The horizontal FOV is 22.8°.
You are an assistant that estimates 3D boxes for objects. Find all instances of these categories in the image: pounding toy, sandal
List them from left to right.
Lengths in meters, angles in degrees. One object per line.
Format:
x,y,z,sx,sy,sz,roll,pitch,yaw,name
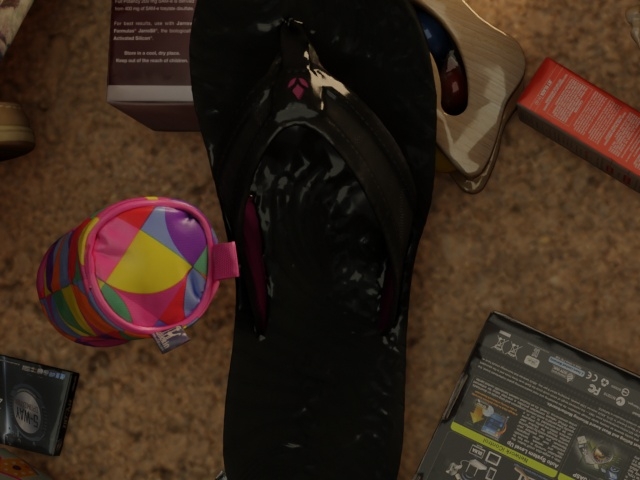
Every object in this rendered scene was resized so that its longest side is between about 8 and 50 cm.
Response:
0.002,0.001,1.087,0.168,0.107,0.445,-4,105,-1,sandal
0.023,-0.145,1.145,0.269,0.155,0.154,42,88,10,pounding toy

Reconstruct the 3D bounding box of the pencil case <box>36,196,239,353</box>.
-0.136,0.027,1.118,0.104,0.236,0.104,1,86,-19,pencil case

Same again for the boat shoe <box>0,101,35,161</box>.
-0.364,-0.113,1.234,0.302,0.109,0.098,5,86,15,boat shoe

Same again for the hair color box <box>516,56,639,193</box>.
0.212,-0.074,1.150,0.141,0.072,0.043,33,90,10,hair color box

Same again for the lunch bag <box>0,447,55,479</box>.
-0.227,0.314,1.143,0.223,0.160,0.262,29,103,7,lunch bag

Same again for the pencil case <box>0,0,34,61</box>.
-0.282,-0.170,1.119,0.183,0.160,0.410,7,57,24,pencil case

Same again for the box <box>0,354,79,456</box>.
-0.235,0.125,1.230,0.083,0.018,0.067,13,86,10,box

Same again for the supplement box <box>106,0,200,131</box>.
-0.104,-0.208,1.186,0.073,0.130,0.239,1,85,9,supplement box

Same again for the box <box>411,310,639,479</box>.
0.199,0.201,1.131,0.270,0.060,0.216,24,89,11,box

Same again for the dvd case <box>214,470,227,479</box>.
-0.082,0.246,1.196,0.087,0.013,0.119,43,91,11,dvd case

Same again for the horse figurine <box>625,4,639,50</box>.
0.284,-0.076,1.068,0.066,0.263,0.174,-25,74,30,horse figurine
